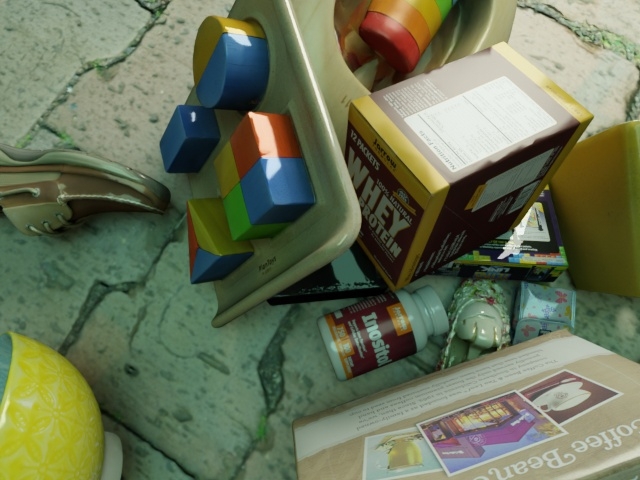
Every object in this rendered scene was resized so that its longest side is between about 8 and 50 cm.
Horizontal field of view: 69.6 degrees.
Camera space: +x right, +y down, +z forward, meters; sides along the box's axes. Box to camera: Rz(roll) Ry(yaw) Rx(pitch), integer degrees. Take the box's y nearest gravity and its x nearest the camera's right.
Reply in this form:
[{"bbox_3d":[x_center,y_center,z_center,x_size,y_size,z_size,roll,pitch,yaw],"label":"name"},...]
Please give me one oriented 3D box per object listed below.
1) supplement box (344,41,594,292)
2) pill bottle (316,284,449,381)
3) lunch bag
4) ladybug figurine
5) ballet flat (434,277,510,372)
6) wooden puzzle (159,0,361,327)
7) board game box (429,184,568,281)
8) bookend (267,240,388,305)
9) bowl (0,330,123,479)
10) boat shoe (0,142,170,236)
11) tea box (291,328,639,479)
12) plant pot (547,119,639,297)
[{"bbox_3d":[0.139,-0.074,0.509,0.194,0.191,0.129,-25,62,-16],"label":"supplement box"},{"bbox_3d":[0.078,0.112,0.584,0.152,0.086,0.086,-21,76,-5],"label":"pill bottle"},{"bbox_3d":[0.289,0.102,0.601,0.071,0.053,0.083,10,79,10],"label":"lunch bag"},{"bbox_3d":[0.096,-0.294,0.626,0.305,0.162,0.449,39,78,-18],"label":"ladybug figurine"},{"bbox_3d":[0.192,0.151,0.577,0.091,0.077,0.241,15,76,7],"label":"ballet flat"},{"bbox_3d":[-0.108,-0.097,0.530,0.080,0.322,0.348,-2,70,-34],"label":"wooden puzzle"},{"bbox_3d":[0.223,-0.020,0.618,0.170,0.048,0.141,4,57,2],"label":"board game box"},{"bbox_3d":[0.000,0.000,0.621,0.156,0.072,0.157,-6,75,-2],"label":"bookend"},{"bbox_3d":[-0.315,0.259,0.498,0.156,0.289,0.289,27,73,-36],"label":"bowl"},{"bbox_3d":[-0.362,-0.058,0.626,0.324,0.123,0.116,8,82,9],"label":"boat shoe"},{"bbox_3d":[0.177,0.302,0.419,0.329,0.220,0.323,-16,98,-4],"label":"tea box"},{"bbox_3d":[0.416,-0.027,0.566,0.212,0.212,0.187,0,89,1],"label":"plant pot"}]
